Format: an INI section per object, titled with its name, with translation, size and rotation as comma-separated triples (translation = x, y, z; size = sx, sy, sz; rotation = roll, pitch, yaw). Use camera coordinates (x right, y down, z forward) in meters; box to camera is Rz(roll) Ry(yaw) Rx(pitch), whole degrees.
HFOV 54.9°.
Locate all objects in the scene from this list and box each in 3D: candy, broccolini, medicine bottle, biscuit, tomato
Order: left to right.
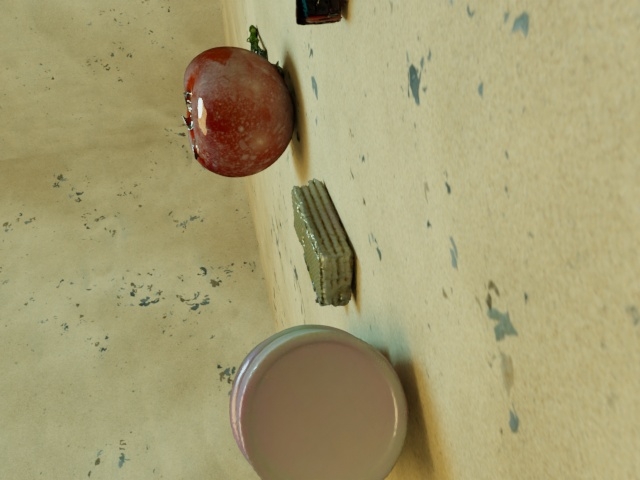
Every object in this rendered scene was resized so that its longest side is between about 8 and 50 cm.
[tomato]
translation = -0.168, -0.263, 1.284
size = 0.270, 0.227, 0.270
rotation = 172, 90, -70
[broccolini]
translation = -0.174, -0.525, 1.674
size = 0.067, 0.058, 0.216
rotation = -46, 29, 24
[candy]
translation = -0.107, -0.366, 1.387
size = 0.175, 0.043, 0.045
rotation = 161, 90, -80
[medicine bottle]
translation = -0.018, 0.230, 0.868
size = 0.388, 0.219, 0.219
rotation = 131, 130, -77
[biscuit]
translation = 0.000, 0.000, 1.026
size = 0.239, 0.062, 0.108
rotation = -110, 15, -52

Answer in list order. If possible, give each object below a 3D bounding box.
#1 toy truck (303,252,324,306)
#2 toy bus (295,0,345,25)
[toy truck]
translation = 0.005, 0.063, 1.087
size = 0.123, 0.052, 0.062
rotation = -109, 9, -52
[toy bus]
translation = -0.010, -0.375, 0.717
size = 0.096, 0.074, 0.234
rotation = -100, 6, -56
